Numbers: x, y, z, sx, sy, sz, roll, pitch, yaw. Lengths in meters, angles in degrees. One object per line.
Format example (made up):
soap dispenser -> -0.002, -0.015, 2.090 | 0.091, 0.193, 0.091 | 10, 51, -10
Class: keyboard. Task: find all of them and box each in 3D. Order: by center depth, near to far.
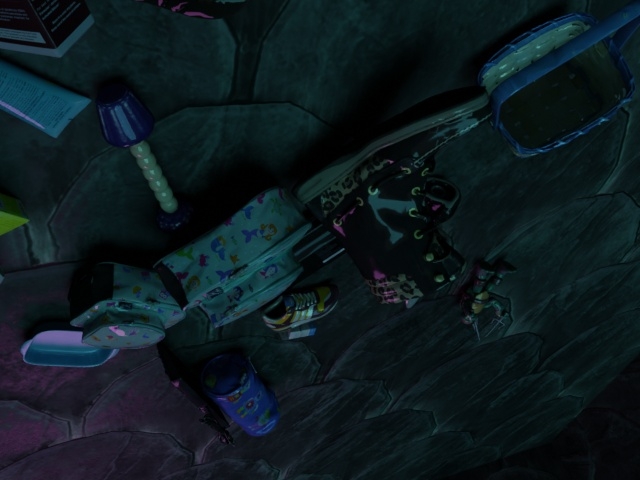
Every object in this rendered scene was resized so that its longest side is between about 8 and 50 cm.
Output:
keyboard -> -0.277, 0.369, 1.398 | 0.033, 0.201, 0.317 | -35, 144, -10

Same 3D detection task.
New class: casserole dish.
casserole dish -> -0.494, 0.203, 1.211 | 0.188, 0.037, 0.114 | 13, 128, -39

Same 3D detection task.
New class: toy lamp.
toy lamp -> -0.262, -0.118, 0.934 | 0.080, 0.080, 0.275 | -23, 144, -5

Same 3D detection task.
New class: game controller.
game controller -> 0.000, 0.000, 1.256 | 0.319, 0.067, 0.166 | -33, 157, 9

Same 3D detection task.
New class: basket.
basket -> 0.385, -0.262, 1.018 | 0.254, 0.201, 0.289 | -29, 173, 4

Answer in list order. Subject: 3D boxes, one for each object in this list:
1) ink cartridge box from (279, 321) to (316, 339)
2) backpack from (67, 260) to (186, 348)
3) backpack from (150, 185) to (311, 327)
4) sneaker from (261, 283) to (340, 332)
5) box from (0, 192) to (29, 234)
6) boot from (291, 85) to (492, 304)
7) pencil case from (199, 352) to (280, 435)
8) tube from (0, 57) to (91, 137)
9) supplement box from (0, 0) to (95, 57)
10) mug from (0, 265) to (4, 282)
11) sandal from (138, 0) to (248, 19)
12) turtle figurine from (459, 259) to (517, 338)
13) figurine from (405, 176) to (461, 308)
ink cartridge box -> -0.058, 0.205, 1.459 | 0.083, 0.048, 0.028 | -7, 139, -25
backpack -> -0.338, 0.118, 1.105 | 0.188, 0.145, 0.166 | 3, 155, -41
backpack -> -0.132, 0.020, 1.061 | 0.253, 0.191, 0.225 | -40, 179, 7
sneaker -> -0.044, 0.146, 1.380 | 0.185, 0.070, 0.084 | -29, 148, 2
box -> -0.537, -0.014, 0.890 | 0.178, 0.042, 0.109 | -27, 172, 0
boot -> 0.163, -0.063, 1.034 | 0.377, 0.138, 0.284 | -26, 103, 29
pencil case -> -0.192, 0.387, 1.539 | 0.133, 0.119, 0.306 | -41, 145, -14
tube -> -0.405, -0.198, 0.783 | 0.080, 0.052, 0.207 | -36, 147, 20
supplement box -> -0.346, -0.309, 0.612 | 0.130, 0.073, 0.239 | 14, 148, 20
mug -> -0.552, 0.054, 0.983 | 0.064, 0.062, 0.078 | -25, 150, -15
sandal -> -0.223, -0.337, 0.685 | 0.302, 0.086, 0.120 | 13, 152, -21
turtle figurine -> 0.433, 0.164, 1.646 | 0.175, 0.118, 0.234 | -12, 127, -41
figurine -> 0.215, 0.013, 1.281 | 0.092, 0.215, 0.209 | 15, 143, 6
